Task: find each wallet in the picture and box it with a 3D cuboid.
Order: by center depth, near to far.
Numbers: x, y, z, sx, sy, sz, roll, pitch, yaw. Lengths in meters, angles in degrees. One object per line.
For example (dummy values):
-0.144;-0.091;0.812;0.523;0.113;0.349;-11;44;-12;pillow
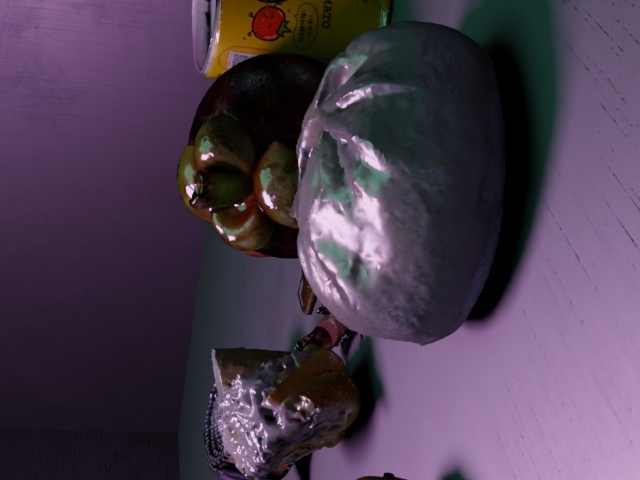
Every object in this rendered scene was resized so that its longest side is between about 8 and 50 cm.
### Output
0.000;0.000;1.796;0.243;0.039;0.133;106;167;-45;wallet

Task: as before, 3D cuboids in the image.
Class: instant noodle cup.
-0.056;-0.372;1.641;0.325;0.254;0.325;-178;90;-75;instant noodle cup

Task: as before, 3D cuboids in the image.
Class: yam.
-0.092;0.238;1.800;0.107;0.194;0.107;-173;90;-79;yam

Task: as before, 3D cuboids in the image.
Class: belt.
-0.105;0.328;1.939;0.207;0.160;0.295;-65;18;13;belt

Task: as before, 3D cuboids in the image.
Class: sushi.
-0.045;0.248;1.546;0.139;0.184;0.274;58;151;20;sushi

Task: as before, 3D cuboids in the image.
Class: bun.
0.070;-0.055;1.132;0.354;0.194;0.354;-175;90;-80;bun

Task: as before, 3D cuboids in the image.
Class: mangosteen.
-0.064;-0.121;1.496;0.300;0.300;0.300;-176;90;-78;mangosteen

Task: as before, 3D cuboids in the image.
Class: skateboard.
0.013;0.145;1.638;0.067;0.080;0.151;51;139;11;skateboard

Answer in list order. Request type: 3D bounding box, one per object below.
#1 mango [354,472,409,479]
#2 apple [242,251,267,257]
0.079;0.374;1.120;0.167;0.130;0.262;98;164;-44;mango
-0.094;-0.062;1.918;0.188;0.188;0.174;-133;36;-74;apple
